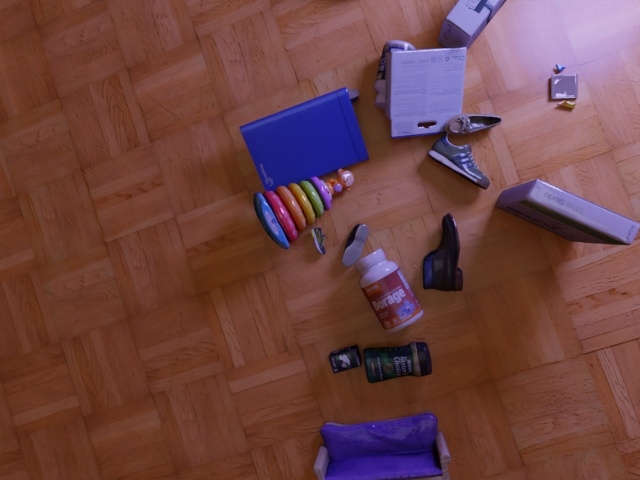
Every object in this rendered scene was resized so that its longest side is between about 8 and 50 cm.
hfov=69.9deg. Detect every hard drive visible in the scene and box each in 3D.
[{"bbox_3d":[-0.044,-0.281,1.313,0.318,0.040,0.210,-18,111,8],"label":"hard drive"}]

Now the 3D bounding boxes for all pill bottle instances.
[{"bbox_3d":[0.205,-0.461,1.287,0.094,0.094,0.170,13,91,8],"label":"pill bottle"},{"bbox_3d":[0.183,0.137,1.272,0.121,0.121,0.216,-31,85,7],"label":"pill bottle"}]

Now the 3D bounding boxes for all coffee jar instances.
[{"bbox_3d":[0.217,0.341,1.287,0.184,0.079,0.096,-10,88,8],"label":"coffee jar"}]

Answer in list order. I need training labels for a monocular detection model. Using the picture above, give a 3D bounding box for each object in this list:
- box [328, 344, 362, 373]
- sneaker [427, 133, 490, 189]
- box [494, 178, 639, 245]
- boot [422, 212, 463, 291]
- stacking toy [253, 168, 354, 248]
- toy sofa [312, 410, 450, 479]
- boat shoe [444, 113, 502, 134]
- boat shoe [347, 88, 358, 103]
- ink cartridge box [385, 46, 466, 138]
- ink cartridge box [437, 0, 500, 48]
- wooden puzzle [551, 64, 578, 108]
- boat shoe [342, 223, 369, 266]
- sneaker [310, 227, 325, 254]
[{"bbox_3d":[0.072,0.341,1.316,0.083,0.062,0.052,-17,89,7],"label":"box"},{"bbox_3d":[0.399,-0.226,1.271,0.192,0.064,0.086,34,99,10],"label":"sneaker"},{"bbox_3d":[0.576,-0.064,1.115,0.232,0.322,0.059,26,97,7],"label":"box"},{"bbox_3d":[0.330,0.037,1.272,0.106,0.082,0.219,-6,91,6],"label":"boot"},{"bbox_3d":[-0.031,-0.116,1.307,0.301,0.166,0.175,-29,101,-9],"label":"stacking toy"},{"bbox_3d":[0.167,0.598,1.257,0.362,0.150,0.177,-9,89,8],"label":"toy sofa"},{"bbox_3d":[0.418,-0.322,1.258,0.152,0.048,0.056,-6,100,-10],"label":"boat shoe"},{"bbox_3d":[0.019,-0.381,1.342,0.206,0.075,0.065,-21,129,3],"label":"boat shoe"},{"bbox_3d":[0.284,-0.402,1.248,0.223,0.045,0.224,-8,112,-13],"label":"ink cartridge box"},{"bbox_3d":[0.420,-0.622,1.229,0.087,0.153,0.208,39,96,6],"label":"ink cartridge box"},{"bbox_3d":[0.671,-0.422,1.261,0.078,0.014,0.116,7,91,4],"label":"wooden puzzle"},{"bbox_3d":[0.098,0.013,1.328,0.048,0.042,0.133,23,94,-17],"label":"boat shoe"},{"bbox_3d":[0.000,0.000,1.345,0.035,0.031,0.083,-24,86,7],"label":"sneaker"}]
